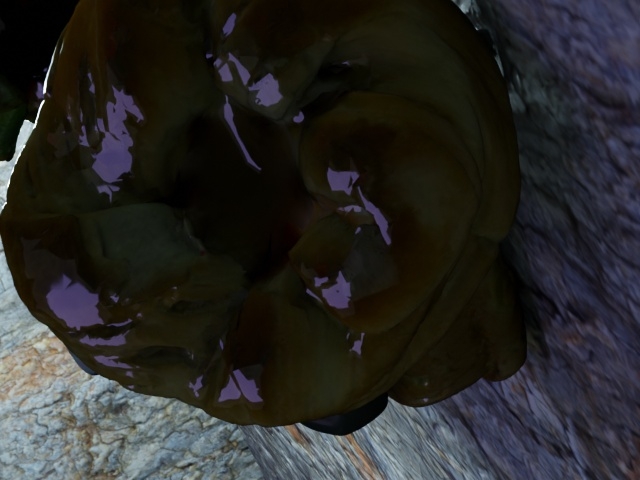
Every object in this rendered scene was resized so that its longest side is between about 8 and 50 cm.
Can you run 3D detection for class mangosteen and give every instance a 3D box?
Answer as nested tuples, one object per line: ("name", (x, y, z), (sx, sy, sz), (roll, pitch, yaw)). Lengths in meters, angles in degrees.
("mangosteen", (-0.305, -0.270, 1.655), (0.297, 0.297, 0.313), (86, 163, -66))

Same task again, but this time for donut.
("donut", (0.066, 0.014, 1.251), (0.208, 0.128, 0.261), (47, 162, 45))
("donut", (-0.049, -0.044, 1.046), (0.360, 0.360, 0.170), (55, -157, 16))

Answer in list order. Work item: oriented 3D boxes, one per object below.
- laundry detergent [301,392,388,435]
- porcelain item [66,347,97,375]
("laundry detergent", (-0.024, 0.039, 1.196), (0.144, 0.078, 0.221), (29, 144, 58))
("porcelain item", (-0.115, 0.004, 1.482), (0.281, 0.286, 0.157), (-31, 87, 54))
